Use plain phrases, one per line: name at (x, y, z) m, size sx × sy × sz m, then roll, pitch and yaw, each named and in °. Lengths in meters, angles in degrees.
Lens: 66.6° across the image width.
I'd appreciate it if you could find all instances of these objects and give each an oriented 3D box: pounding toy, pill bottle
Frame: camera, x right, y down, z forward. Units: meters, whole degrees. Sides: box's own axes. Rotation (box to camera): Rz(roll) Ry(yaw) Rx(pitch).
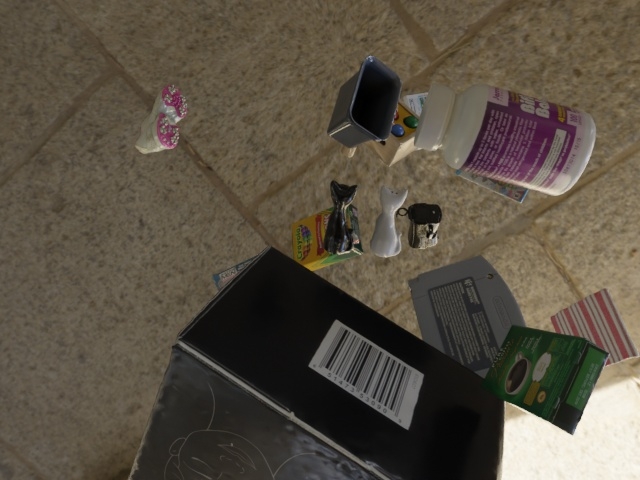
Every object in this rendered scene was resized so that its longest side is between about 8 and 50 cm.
pounding toy at (0.142, -0.286, 1.244) m, size 0.181 × 0.206 × 0.094 m, roll 46°, pitch 149°, yaw 15°
pill bottle at (0.343, -0.204, 0.944) m, size 0.301 × 0.169 × 0.169 m, roll 16°, pitch 111°, yaw 2°

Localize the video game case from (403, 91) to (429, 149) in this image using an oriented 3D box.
video game case at (0.307, -0.356, 1.447) m, size 0.019 × 0.143 × 0.157 m, roll -4°, pitch 103°, yaw 48°

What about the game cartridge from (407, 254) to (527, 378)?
game cartridge at (0.298, 0.173, 0.967) m, size 0.198 × 0.297 × 0.062 m, roll -16°, pitch 138°, yaw 11°

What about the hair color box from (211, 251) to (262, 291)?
hair color box at (-0.208, 0.181, 1.518) m, size 0.173 × 0.347 × 0.105 m, roll -26°, pitch 65°, yaw -12°

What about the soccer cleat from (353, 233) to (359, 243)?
soccer cleat at (0.112, -0.006, 1.624) m, size 0.029 × 0.083 × 0.036 m, roll -7°, pitch 89°, yaw 1°

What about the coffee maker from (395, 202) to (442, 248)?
coffee maker at (0.390, -0.061, 1.940) m, size 0.171 × 0.120 × 0.178 m, roll 20°, pitch 149°, yaw 18°

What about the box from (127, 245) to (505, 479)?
box at (-0.029, 0.356, 0.839) m, size 0.479 × 0.297 × 0.472 m, roll 32°, pitch 124°, yaw 5°

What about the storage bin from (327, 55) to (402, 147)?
storage bin at (0.073, -0.222, 0.827) m, size 0.098 × 0.091 × 0.135 m, roll 27°, pitch 68°, yaw -27°

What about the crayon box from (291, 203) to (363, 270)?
crayon box at (0.000, 0.000, 1.891) m, size 0.318 × 0.202 × 0.081 m, roll -22°, pitch 150°, yaw 28°

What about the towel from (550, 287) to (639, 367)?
towel at (0.575, 0.199, 1.033) m, size 0.029 × 0.144 × 0.197 m, roll -6°, pitch 155°, yaw -13°

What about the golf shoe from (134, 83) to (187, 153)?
golf shoe at (-0.533, -0.404, 1.613) m, size 0.140 × 0.306 × 0.115 m, roll -20°, pitch 134°, yaw 21°

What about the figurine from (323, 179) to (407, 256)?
figurine at (0.120, -0.063, 1.302) m, size 0.214 × 0.092 × 0.210 m, roll 4°, pitch 127°, yaw -1°

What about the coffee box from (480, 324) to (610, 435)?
coffee box at (0.293, 0.177, 0.657) m, size 0.040 × 0.184 × 0.113 m, roll 30°, pitch 82°, yaw -3°

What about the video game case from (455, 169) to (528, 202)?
video game case at (0.411, -0.173, 1.120) m, size 0.166 × 0.015 × 0.119 m, roll 31°, pitch 102°, yaw 29°
